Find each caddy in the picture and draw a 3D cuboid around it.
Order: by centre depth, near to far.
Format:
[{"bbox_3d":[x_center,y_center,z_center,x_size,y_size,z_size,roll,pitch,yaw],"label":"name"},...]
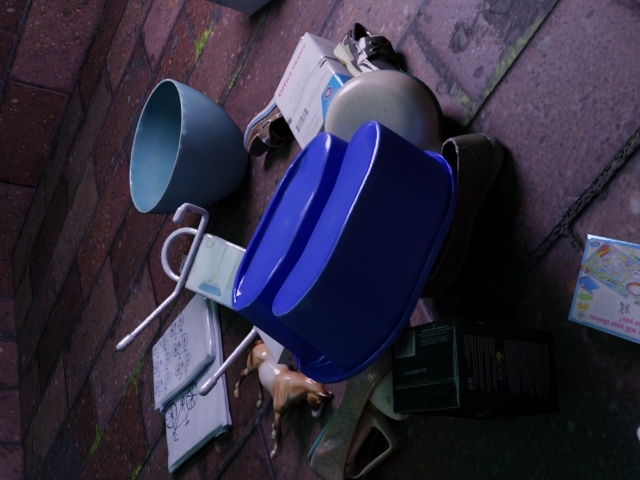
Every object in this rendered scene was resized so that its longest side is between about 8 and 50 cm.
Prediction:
[{"bbox_3d":[0.041,0.013,1.038,0.241,0.179,0.341,-1,60,59],"label":"caddy"}]

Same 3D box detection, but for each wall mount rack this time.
[{"bbox_3d":[-0.212,0.106,1.496,0.350,0.130,0.304,21,90,28],"label":"wall mount rack"}]

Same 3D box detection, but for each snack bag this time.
[{"bbox_3d":[-0.300,0.321,1.812,0.323,0.037,0.342,-45,46,42],"label":"snack bag"}]

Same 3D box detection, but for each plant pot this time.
[{"bbox_3d":[-0.274,-0.188,1.764,0.290,0.195,0.290,-22,63,54],"label":"plant pot"}]

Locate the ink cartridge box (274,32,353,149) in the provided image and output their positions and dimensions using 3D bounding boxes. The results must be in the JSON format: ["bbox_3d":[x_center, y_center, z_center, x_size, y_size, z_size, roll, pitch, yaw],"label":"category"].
[{"bbox_3d":[0.007,-0.255,1.441,0.148,0.086,0.203,-60,36,29],"label":"ink cartridge box"}]

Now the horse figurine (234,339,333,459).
[{"bbox_3d":[-0.085,0.263,1.459,0.263,0.066,0.174,50,127,49],"label":"horse figurine"}]

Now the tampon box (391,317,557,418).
[{"bbox_3d":[0.183,0.158,0.969,0.120,0.161,0.101,-23,62,52],"label":"tampon box"}]

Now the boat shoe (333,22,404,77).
[{"bbox_3d":[0.086,-0.307,1.337,0.223,0.080,0.073,55,132,54],"label":"boat shoe"}]

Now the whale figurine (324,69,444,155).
[{"bbox_3d":[0.107,-0.122,1.222,0.216,0.141,0.272,2,106,30],"label":"whale figurine"}]

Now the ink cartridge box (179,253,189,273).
[{"bbox_3d":[-0.210,0.071,1.681,0.207,0.097,0.046,15,92,59],"label":"ink cartridge box"}]

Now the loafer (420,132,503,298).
[{"bbox_3d":[0.165,-0.039,1.124,0.094,0.087,0.251,40,115,55],"label":"loafer"}]

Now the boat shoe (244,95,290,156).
[{"bbox_3d":[-0.097,-0.224,1.616,0.183,0.066,0.066,-50,43,38],"label":"boat shoe"}]

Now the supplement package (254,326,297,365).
[{"bbox_3d":[0.009,0.126,1.239,0.105,0.179,0.105,51,124,52],"label":"supplement package"}]

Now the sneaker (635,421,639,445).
[{"bbox_3d":[0.356,0.257,0.720,0.315,0.127,0.182,-63,31,13],"label":"sneaker"}]

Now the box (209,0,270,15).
[{"bbox_3d":[-0.186,-0.599,1.757,0.182,0.181,0.119,-11,71,57],"label":"box"}]

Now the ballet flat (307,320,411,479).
[{"bbox_3d":[0.084,0.247,1.183,0.106,0.108,0.316,40,122,33],"label":"ballet flat"}]

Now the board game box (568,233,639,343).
[{"bbox_3d":[0.345,0.057,0.868,0.154,0.026,0.103,20,98,58],"label":"board game box"}]
